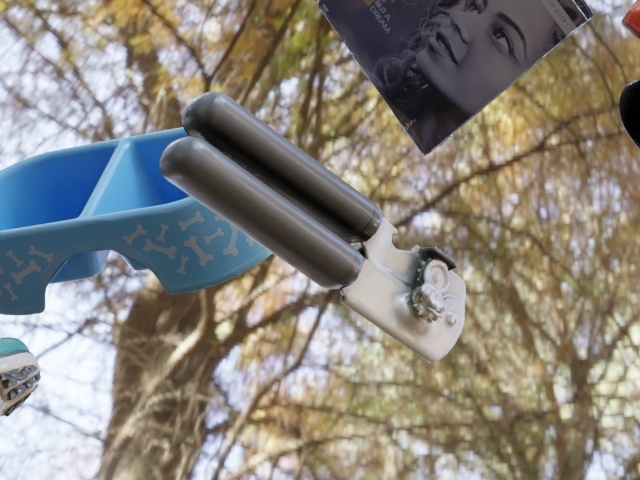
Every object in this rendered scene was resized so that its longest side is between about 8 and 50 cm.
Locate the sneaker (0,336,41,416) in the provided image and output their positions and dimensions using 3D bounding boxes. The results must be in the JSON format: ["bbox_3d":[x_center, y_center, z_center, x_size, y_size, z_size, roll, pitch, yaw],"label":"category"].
[{"bbox_3d":[-0.320,0.096,0.824,0.275,0.110,0.107,-10,-28,-20],"label":"sneaker"}]

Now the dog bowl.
[{"bbox_3d":[-0.172,-0.024,1.084,0.297,0.166,0.074,-9,-58,16],"label":"dog bowl"}]

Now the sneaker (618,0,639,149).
[{"bbox_3d":[0.298,-0.082,0.921,0.148,0.131,0.350,-36,-45,0],"label":"sneaker"}]

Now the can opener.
[{"bbox_3d":[0.000,0.000,0.917,0.280,0.074,0.093,37,-27,-31],"label":"can opener"}]

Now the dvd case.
[{"bbox_3d":[0.097,-0.184,1.020,0.164,0.018,0.221,55,-38,4],"label":"dvd case"}]
